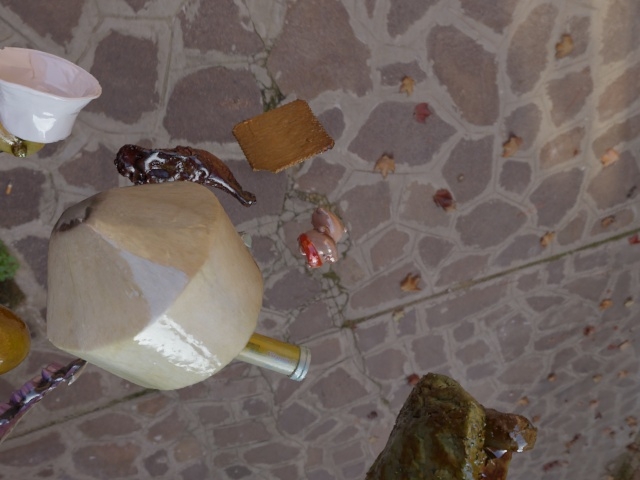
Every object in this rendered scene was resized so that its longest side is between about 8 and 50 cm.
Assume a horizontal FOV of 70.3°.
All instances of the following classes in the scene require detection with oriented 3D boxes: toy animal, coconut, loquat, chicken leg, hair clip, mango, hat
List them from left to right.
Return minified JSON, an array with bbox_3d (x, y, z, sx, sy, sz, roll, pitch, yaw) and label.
[{"bbox_3d":[-0.517,0.121,0.615,0.227,0.099,0.136,32,121,-34],"label":"mango"},{"bbox_3d":[-0.780,-0.289,1.151,0.149,0.205,0.172,-30,156,-11],"label":"loquat"},{"bbox_3d":[-0.534,0.303,0.792,0.084,0.292,0.106,46,139,-5],"label":"hair clip"},{"bbox_3d":[-0.535,-0.266,0.866,0.203,0.203,0.126,12,123,-24],"label":"hat"},{"bbox_3d":[-0.172,0.039,0.465,0.202,0.202,0.222,-25,136,2],"label":"coconut"},{"bbox_3d":[-0.191,-0.097,0.667,0.204,0.053,0.093,7,120,-13],"label":"chicken leg"},{"bbox_3d":[0.000,0.000,1.588,0.171,0.171,0.198,37,71,-35],"label":"toy animal"}]

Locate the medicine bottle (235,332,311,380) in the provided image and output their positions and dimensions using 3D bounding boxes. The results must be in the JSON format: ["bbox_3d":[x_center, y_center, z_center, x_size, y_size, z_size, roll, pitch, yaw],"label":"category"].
[{"bbox_3d":[-0.130,0.223,0.933,0.218,0.074,0.074,23,116,-19],"label":"medicine bottle"}]

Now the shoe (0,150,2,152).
[{"bbox_3d":[-0.974,-0.340,1.316,0.132,0.336,0.171,1,114,5],"label":"shoe"}]

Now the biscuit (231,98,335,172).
[{"bbox_3d":[-0.108,-0.289,1.262,0.236,0.232,0.013,-25,149,-8],"label":"biscuit"}]

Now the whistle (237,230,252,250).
[{"bbox_3d":[-0.363,0.004,1.298,0.345,0.134,0.142,-1,137,18],"label":"whistle"}]

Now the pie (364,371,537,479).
[{"bbox_3d":[0.225,0.507,0.985,0.180,0.395,0.418,38,77,-9],"label":"pie"}]

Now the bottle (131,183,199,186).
[{"bbox_3d":[-0.370,-0.038,0.945,0.271,0.143,0.156,-43,95,-17],"label":"bottle"}]
